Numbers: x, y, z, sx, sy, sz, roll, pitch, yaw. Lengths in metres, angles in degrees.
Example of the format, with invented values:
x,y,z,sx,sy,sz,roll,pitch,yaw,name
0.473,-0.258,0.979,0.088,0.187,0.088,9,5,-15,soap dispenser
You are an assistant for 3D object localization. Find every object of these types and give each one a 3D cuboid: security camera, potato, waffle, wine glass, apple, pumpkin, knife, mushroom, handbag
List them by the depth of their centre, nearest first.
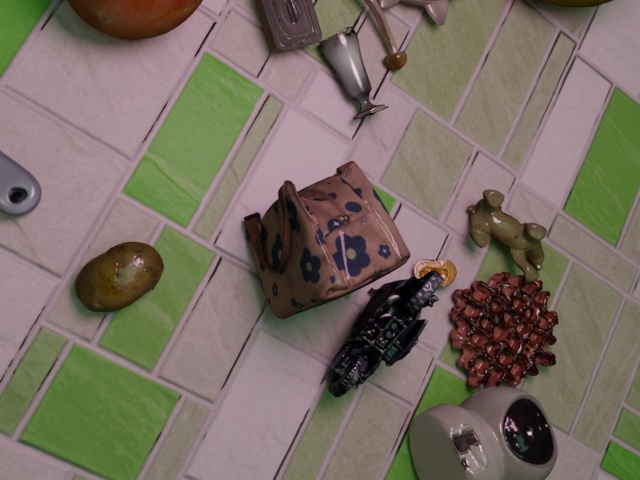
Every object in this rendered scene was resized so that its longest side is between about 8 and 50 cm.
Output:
x,y,z,sx,sy,sz,roll,pitch,yaw,name
-0.547,-0.159,1.037,0.331,0.044,0.080,45,80,-7,knife
-0.281,-0.429,1.064,0.254,0.253,0.253,1,86,-21,apple
-0.308,0.056,1.095,0.138,0.070,0.091,-34,98,-19,potato
0.000,0.000,1.132,0.190,0.251,0.193,-25,87,-27,handbag
0.301,0.361,1.258,0.236,0.194,0.194,-10,91,-26,security camera
0.059,-0.294,1.261,0.072,0.072,0.155,-27,97,-20,wine glass
0.055,-0.432,1.272,0.068,0.043,0.306,-44,104,2,mushroom
0.209,0.059,1.319,0.083,0.028,0.050,8,82,-12,pumpkin
0.354,0.170,1.357,0.234,0.055,0.221,-12,92,-17,waffle

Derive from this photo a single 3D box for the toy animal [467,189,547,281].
x,y,z,sx,sy,sz,roll,pitch,yaw,name
0.362,-0.010,1.351,0.219,0.101,0.103,34,100,-10,toy animal

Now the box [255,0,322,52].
x,y,z,sx,sy,sz,roll,pitch,yaw,name
-0.059,-0.385,1.222,0.089,0.062,0.122,-19,95,-21,box

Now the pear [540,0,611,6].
x,y,z,sx,sy,sz,roll,pitch,yaw,name
0.522,-0.610,1.328,0.287,0.287,0.375,31,109,-17,pear

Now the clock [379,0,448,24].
x,y,z,sx,sy,sz,roll,pitch,yaw,name
0.192,-0.569,1.306,0.265,0.109,0.324,7,85,-21,clock

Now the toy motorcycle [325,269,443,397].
x,y,z,sx,sy,sz,roll,pitch,yaw,name
0.106,0.154,1.226,0.106,0.159,0.270,42,89,-4,toy motorcycle
